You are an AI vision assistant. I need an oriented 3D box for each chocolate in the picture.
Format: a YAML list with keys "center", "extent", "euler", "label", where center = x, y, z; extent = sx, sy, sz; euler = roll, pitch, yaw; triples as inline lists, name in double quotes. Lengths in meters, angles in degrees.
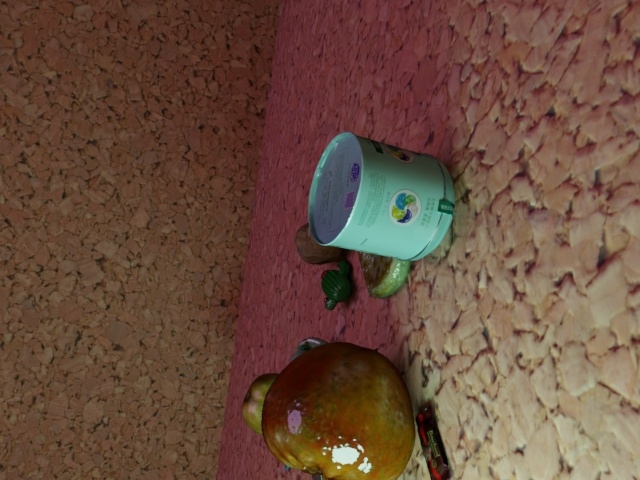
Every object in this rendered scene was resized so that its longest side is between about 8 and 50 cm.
- center: [0.267, 0.496, 1.316]
  extent: [0.086, 0.028, 0.182]
  euler: [121, 152, -43]
  label: "chocolate"

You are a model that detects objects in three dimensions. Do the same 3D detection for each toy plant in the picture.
- center: [0.055, 0.144, 1.967]
  extent: [0.154, 0.088, 0.240]
  euler: [-56, 19, 29]
  label: "toy plant"

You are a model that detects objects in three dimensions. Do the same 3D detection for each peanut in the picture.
- center: [0.004, 0.004, 2.048]
  extent: [0.174, 0.158, 0.340]
  euler: [60, 157, -8]
  label: "peanut"

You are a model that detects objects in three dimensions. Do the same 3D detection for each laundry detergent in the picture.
- center: [0.164, -0.100, 1.394]
  extent: [0.287, 0.306, 0.287]
  euler: [-38, 47, 56]
  label: "laundry detergent"

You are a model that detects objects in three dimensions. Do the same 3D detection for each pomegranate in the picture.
- center: [-0.191, 0.665, 2.225]
  extent: [0.260, 0.261, 0.260]
  euler: [-172, 90, -71]
  label: "pomegranate"

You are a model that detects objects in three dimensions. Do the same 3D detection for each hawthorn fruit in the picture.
- center: [0.068, 0.441, 1.430]
  extent: [0.403, 0.403, 0.402]
  euler: [-172, 90, -71]
  label: "hawthorn fruit"

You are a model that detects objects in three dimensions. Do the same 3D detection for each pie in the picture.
- center: [0.188, 0.033, 1.660]
  extent: [0.302, 0.067, 0.302]
  euler: [-170, 90, -70]
  label: "pie"

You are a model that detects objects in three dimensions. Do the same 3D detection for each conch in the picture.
- center: [-0.008, 0.443, 1.960]
  extent: [0.200, 0.131, 0.172]
  euler: [22, 80, 31]
  label: "conch"

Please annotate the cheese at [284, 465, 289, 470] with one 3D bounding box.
- center: [-0.130, 0.922, 2.283]
  extent: [0.047, 0.017, 0.111]
  euler: [-107, 31, -43]
  label: "cheese"

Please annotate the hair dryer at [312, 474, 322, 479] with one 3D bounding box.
- center: [-0.038, 0.712, 1.938]
  extent: [0.340, 0.123, 0.312]
  euler: [165, 108, -67]
  label: "hair dryer"
